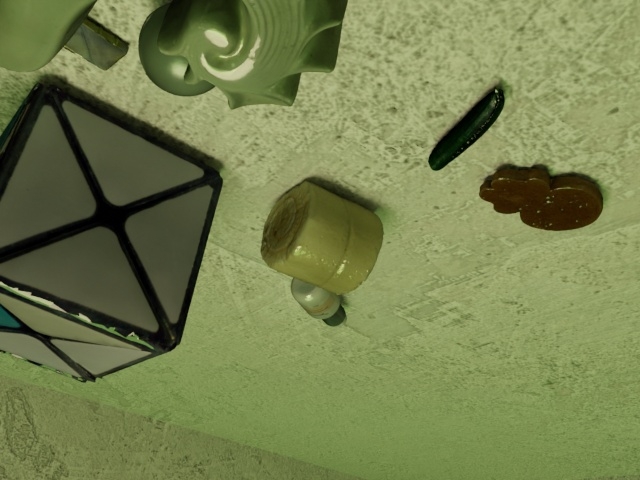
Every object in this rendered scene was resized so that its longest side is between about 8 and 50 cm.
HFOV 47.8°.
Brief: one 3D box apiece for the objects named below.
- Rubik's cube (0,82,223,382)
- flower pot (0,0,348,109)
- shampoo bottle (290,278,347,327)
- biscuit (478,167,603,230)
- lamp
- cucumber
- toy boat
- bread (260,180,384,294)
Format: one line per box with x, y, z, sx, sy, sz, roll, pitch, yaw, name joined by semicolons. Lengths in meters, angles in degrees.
-0.368;0.006;1.055;0.310;0.307;0.305;28;150;-28;Rubik's cube
-0.155;-0.255;0.615;0.368;0.164;0.254;9;141;3;flower pot
0.004;0.121;1.404;0.074;0.074;0.192;-1;151;21;shampoo bottle
0.311;-0.060;1.009;0.175;0.026;0.124;17;150;-15;biscuit
-0.148;-0.211;0.795;0.105;0.105;0.105;8;153;4;lamp
0.181;-0.132;0.906;0.033;0.036;0.184;9;155;-19;cucumber
-0.292;-0.249;0.863;0.115;0.016;0.063;30;146;-35;toy boat
0.000;0.000;1.112;0.141;0.134;0.148;23;137;-25;bread
